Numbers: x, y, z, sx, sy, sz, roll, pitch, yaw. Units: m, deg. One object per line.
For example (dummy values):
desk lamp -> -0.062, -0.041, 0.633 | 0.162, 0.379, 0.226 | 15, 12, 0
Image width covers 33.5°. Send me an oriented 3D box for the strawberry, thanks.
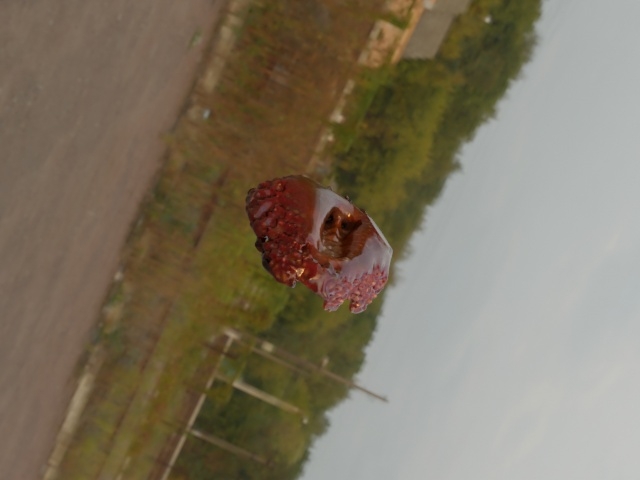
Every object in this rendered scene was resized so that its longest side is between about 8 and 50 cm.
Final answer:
strawberry -> 0.003, -0.002, 0.641 | 0.048, 0.104, 0.152 | -49, -170, 10
